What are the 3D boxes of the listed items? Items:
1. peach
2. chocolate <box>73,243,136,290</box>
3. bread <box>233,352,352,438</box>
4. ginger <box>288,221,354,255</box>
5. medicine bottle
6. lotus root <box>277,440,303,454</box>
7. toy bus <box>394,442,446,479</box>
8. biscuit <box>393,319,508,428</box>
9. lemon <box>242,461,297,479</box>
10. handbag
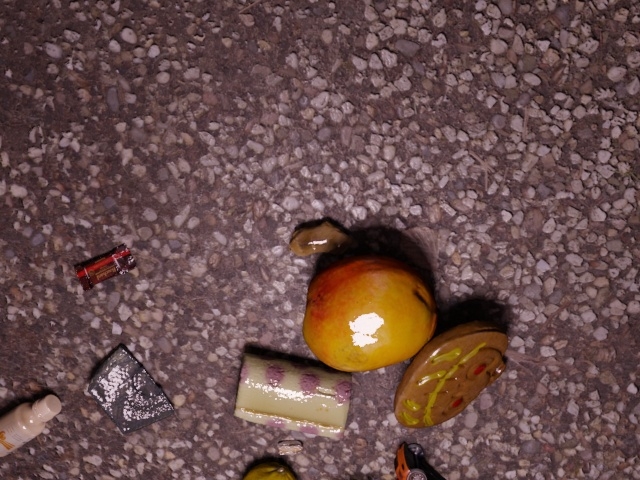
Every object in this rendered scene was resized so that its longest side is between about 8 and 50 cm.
[{"bbox_3d":[0.135,0.199,1.606,0.372,0.290,0.373,0,106,0],"label":"peach"},{"bbox_3d":[-0.634,0.081,1.763,0.182,0.028,0.086,-26,94,9],"label":"chocolate"},{"bbox_3d":[-0.081,0.450,1.755,0.338,0.155,0.187,11,113,-1],"label":"bread"},{"bbox_3d":[0.000,0.001,1.678,0.190,0.069,0.095,-7,126,5],"label":"ginger"},{"bbox_3d":[-0.922,0.567,1.863,0.252,0.114,0.114,-33,100,10],"label":"medicine bottle"},{"bbox_3d":[-0.093,0.646,1.870,0.083,0.030,0.038,-4,111,6],"label":"lotus root"},{"bbox_3d":[0.332,0.776,1.818,0.329,0.143,0.153,44,104,-9],"label":"toy bus"},{"bbox_3d":[0.380,0.383,1.667,0.350,0.070,0.394,-3,128,-25],"label":"biscuit"},{"bbox_3d":[-0.159,0.786,1.828,0.192,0.192,0.231,19,108,-1],"label":"lemon"},{"bbox_3d":[-0.586,0.466,1.838,0.175,0.089,0.270,-35,100,3],"label":"handbag"}]
